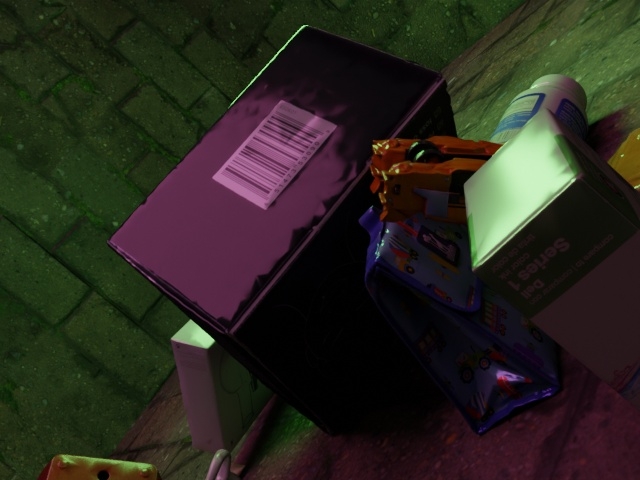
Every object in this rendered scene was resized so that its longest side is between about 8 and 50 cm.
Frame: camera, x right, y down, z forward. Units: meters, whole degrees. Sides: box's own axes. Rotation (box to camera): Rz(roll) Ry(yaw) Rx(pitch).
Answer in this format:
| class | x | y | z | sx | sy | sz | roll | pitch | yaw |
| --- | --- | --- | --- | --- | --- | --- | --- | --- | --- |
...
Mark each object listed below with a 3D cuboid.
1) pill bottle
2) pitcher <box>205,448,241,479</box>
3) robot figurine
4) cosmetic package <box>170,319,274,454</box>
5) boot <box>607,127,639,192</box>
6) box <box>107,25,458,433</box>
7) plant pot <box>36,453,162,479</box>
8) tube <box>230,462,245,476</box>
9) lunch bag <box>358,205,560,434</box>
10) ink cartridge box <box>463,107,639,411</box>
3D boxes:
| class | x | y | z | sx | sy | sz | roll | pitch | yaw |
| --- | --- | --- | --- | --- | --- | --- | --- | --- | --- |
| pill bottle | 0.389 | -0.177 | 1.244 | 0.152 | 0.152 | 0.272 | -34 | 17 | 52 |
| pitcher | -0.203 | 0.486 | 1.212 | 0.207 | 0.125 | 0.178 | -57 | -29 | -55 |
| robot figurine | 0.212 | -0.072 | 0.862 | 0.211 | 0.291 | 0.085 | -94 | 8 | -65 |
| cosmetic package | -0.163 | 0.236 | 1.529 | 0.377 | 0.097 | 0.284 | -48 | -38 | -52 |
| boot | 0.433 | -0.088 | 0.872 | 0.211 | 0.104 | 0.295 | -54 | 8 | -27 |
| box | 0.000 | 0.000 | 1.173 | 0.480 | 0.297 | 0.472 | -50 | -34 | -14 |
| plant pot | -0.397 | 0.523 | 1.210 | 0.267 | 0.267 | 0.236 | -96 | 21 | -51 |
| tube | -0.249 | 0.555 | 1.427 | 0.240 | 0.070 | 0.062 | -49 | -31 | -30 |
| lunch bag | 0.160 | 0.062 | 0.907 | 0.138 | 0.293 | 0.221 | -42 | 13 | 32 |
| ink cartridge box | 0.270 | 0.033 | 0.622 | 0.117 | 0.278 | 0.201 | -47 | 10 | 24 |
